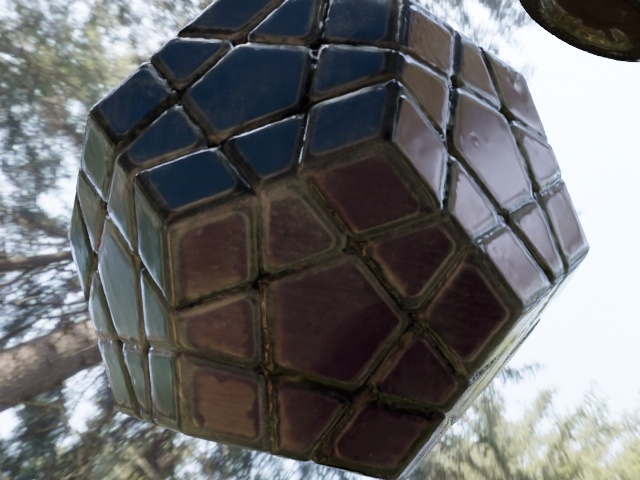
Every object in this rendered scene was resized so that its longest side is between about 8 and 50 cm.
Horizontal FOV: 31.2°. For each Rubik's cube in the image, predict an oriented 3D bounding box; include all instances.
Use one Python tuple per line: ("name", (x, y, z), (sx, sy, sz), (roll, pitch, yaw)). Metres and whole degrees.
("Rubik's cube", (0.000, 0.000, 0.706), (0.319, 0.264, 0.319), (-12, -134, 12))

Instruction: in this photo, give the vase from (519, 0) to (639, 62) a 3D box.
("vase", (0.147, -0.168, 0.471), (0.120, 0.120, 0.183), (24, -100, 5))
